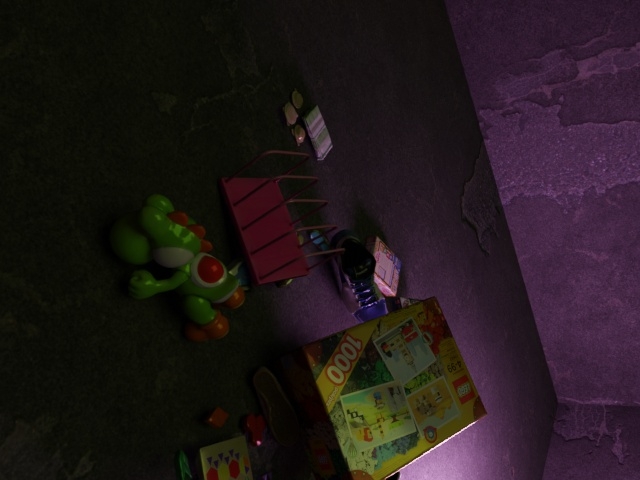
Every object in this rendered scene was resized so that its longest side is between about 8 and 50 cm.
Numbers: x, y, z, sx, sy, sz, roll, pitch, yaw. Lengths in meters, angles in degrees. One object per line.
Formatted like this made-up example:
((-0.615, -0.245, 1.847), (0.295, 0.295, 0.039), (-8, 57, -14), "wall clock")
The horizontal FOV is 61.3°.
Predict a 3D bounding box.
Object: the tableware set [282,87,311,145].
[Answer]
((-0.066, -0.385, 1.687), (0.141, 0.020, 0.169), (63, 36, -32), "tableware set")

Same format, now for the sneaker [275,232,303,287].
((-0.108, 0.043, 1.506), (0.084, 0.069, 0.186), (39, 46, -32), "sneaker")

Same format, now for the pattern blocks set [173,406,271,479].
((-0.211, 0.524, 1.215), (0.325, 0.026, 0.285), (30, 45, -56), "pattern blocks set")

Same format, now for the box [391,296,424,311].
((0.353, 0.335, 2.033), (0.159, 0.044, 0.233), (11, 63, -43), "box")

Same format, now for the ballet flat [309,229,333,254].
((0.000, 0.000, 1.688), (0.114, 0.041, 0.041), (51, 45, -36), "ballet flat")

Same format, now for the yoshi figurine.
((-0.318, 0.052, 1.164), (0.203, 0.203, 0.362), (-31, 132, -10), "yoshi figurine")

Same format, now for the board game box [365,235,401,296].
((0.223, 0.095, 1.961), (0.193, 0.045, 0.147), (44, 50, -40), "board game box")

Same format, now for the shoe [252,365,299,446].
((-0.114, 0.424, 1.396), (0.076, 0.058, 0.219), (-22, 97, -10), "shoe")

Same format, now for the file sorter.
((-0.088, -0.063, 1.381), (0.202, 0.182, 0.291), (-7, 73, -52), "file sorter")

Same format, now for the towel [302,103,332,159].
((-0.010, -0.348, 1.743), (0.152, 0.023, 0.113), (66, 32, -28), "towel")

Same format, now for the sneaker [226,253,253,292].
((-0.192, 0.087, 1.380), (0.152, 0.058, 0.085), (-43, 120, -52), "sneaker")

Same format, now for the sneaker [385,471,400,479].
((0.202, 0.735, 1.703), (0.256, 0.151, 0.094), (3, 78, -55), "sneaker")

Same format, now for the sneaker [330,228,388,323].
((0.118, 0.123, 1.679), (0.182, 0.127, 0.316), (-131, -159, -84), "sneaker")

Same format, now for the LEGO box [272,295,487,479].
((0.168, 0.410, 1.494), (0.500, 0.193, 0.373), (-14, 76, -36), "LEGO box")
